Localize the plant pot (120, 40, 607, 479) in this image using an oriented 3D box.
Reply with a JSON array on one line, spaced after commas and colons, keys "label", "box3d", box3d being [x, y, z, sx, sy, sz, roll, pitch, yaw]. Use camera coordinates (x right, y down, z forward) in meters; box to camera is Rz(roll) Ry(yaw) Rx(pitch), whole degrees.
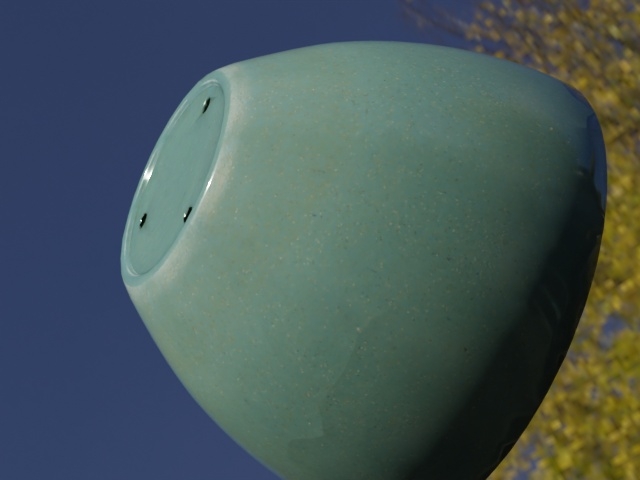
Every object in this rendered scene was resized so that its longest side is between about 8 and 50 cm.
[{"label": "plant pot", "box3d": [0.000, 0.000, 1.021, 0.195, 0.290, 0.290, 24, -65, -21]}]
